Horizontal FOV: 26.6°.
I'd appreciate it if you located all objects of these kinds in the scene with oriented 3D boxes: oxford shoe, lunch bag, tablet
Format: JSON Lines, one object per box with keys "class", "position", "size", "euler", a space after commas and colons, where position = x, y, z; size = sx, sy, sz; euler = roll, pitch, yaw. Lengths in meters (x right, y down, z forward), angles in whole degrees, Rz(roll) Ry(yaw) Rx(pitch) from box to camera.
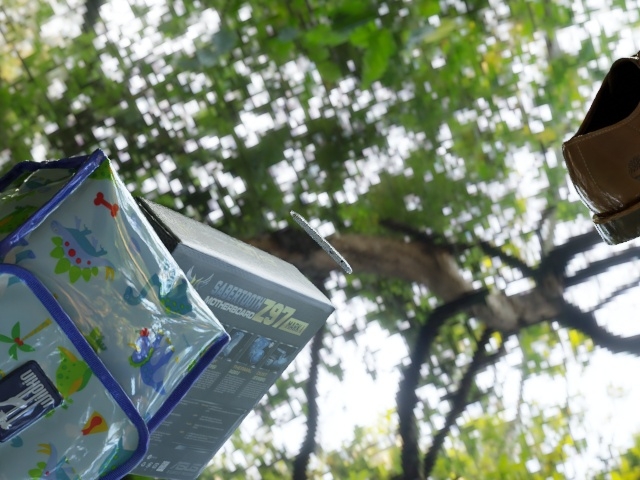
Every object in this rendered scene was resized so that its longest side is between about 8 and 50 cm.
{"class": "oxford shoe", "position": [0.206, -0.086, 0.776], "size": [0.076, 0.076, 0.212], "euler": [-26, -167, 49]}
{"class": "lunch bag", "position": [-0.135, 0.050, 0.650], "size": [0.096, 0.129, 0.151], "euler": [-5, -145, 46]}
{"class": "tablet", "position": [0.000, 0.000, 0.918], "size": [0.006, 0.054, 0.083], "euler": [-45, -176, 1]}

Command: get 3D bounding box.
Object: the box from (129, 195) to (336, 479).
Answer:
{"class": "box", "position": [-0.110, 0.079, 0.962], "size": [0.059, 0.232, 0.183], "euler": [44, -81, 28]}
